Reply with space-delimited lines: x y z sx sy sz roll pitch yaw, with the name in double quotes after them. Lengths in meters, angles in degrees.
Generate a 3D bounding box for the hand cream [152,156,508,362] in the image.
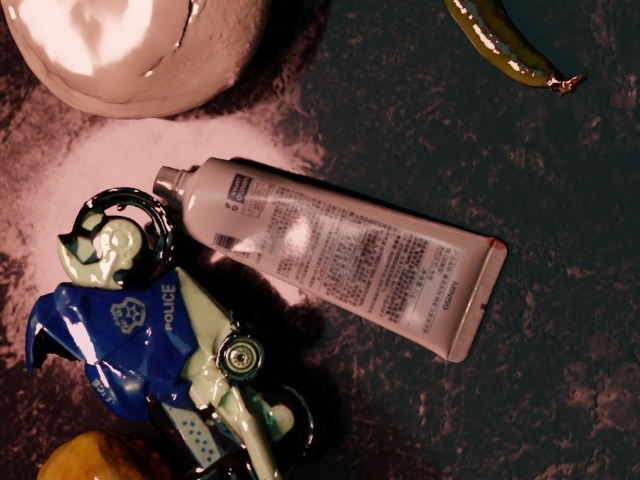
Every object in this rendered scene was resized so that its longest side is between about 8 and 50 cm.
0.000 0.000 1.256 0.340 0.078 0.124 21 98 4 "hand cream"

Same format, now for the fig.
-0.210 0.265 1.273 0.144 0.154 0.166 9 51 23 "fig"

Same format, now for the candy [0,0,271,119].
-0.165 -0.257 1.212 0.295 0.185 0.296 5 111 13 "candy"

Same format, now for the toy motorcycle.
-0.150 0.119 1.233 0.196 0.125 0.331 -37 94 0 "toy motorcycle"

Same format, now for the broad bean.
0.153 -0.220 1.207 0.069 0.039 0.227 -38 85 20 "broad bean"
